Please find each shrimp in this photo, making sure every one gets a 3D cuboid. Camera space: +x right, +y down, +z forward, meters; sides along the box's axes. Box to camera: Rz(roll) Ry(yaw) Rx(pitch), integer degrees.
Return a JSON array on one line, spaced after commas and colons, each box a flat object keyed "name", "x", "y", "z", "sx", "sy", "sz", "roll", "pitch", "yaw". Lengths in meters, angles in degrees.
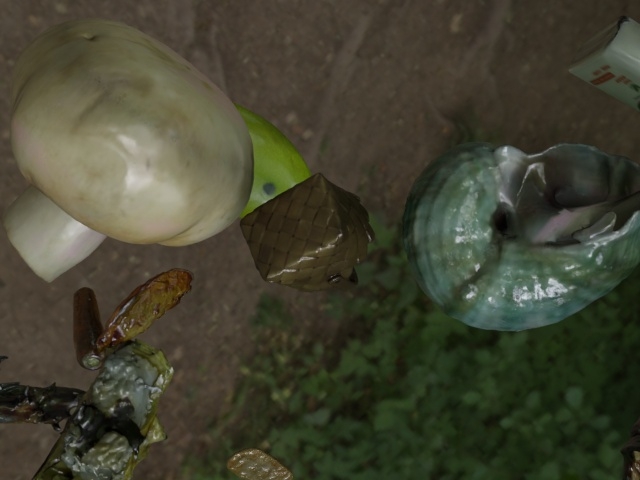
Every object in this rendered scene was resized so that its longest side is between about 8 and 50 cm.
[{"name": "shrimp", "x": -0.537, "y": 0.240, "z": 1.578, "sx": 0.178, "sy": 0.290, "sz": 0.075, "roll": 69, "pitch": 28, "yaw": -53}]

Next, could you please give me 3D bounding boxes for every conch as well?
[{"name": "conch", "x": 0.189, "y": -0.015, "z": 0.989, "sx": 0.195, "sy": 0.277, "sz": 0.220, "roll": 34, "pitch": 83, "yaw": -31}]

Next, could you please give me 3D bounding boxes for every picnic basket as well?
[{"name": "picnic basket", "x": 0.000, "y": 0.000, "z": 1.193, "sx": 0.138, "sy": 0.128, "sz": 0.178, "roll": -29, "pitch": 154, "yaw": 15}]

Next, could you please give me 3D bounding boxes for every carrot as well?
[{"name": "carrot", "x": -0.370, "y": 0.138, "z": 1.541, "sx": 0.055, "sy": 0.161, "sz": 0.055, "roll": -12, "pitch": 135, "yaw": -12}]

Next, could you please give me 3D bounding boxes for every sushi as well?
[{"name": "sushi", "x": -0.281, "y": 0.261, "z": 1.303, "sx": 0.131, "sy": 0.139, "sz": 0.291, "roll": -61, "pitch": -176, "yaw": 46}]

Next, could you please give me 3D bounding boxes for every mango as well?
[{"name": "mango", "x": -0.129, "y": -0.115, "z": 1.526, "sx": 0.175, "sy": 0.293, "sz": 0.143, "roll": -57, "pitch": -159, "yaw": -2}]

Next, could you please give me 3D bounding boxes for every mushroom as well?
[{"name": "mushroom", "x": -0.270, "y": -0.127, "z": 1.237, "sx": 0.353, "sy": 0.353, "sz": 0.325, "roll": -38, "pitch": 159, "yaw": -15}]

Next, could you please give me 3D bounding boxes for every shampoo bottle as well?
[{"name": "shampoo bottle", "x": 0.472, "y": -0.180, "z": 1.265, "sx": 0.071, "sy": 0.284, "sz": 0.153, "roll": -55, "pitch": -179, "yaw": -6}]

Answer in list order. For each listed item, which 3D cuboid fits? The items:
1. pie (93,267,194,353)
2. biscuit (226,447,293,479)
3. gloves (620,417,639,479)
[{"name": "pie", "x": -0.238, "y": 0.088, "z": 1.349, "sx": 0.191, "sy": 0.033, "sz": 0.088, "roll": -37, "pitch": 150, "yaw": -42}, {"name": "biscuit", "x": -0.100, "y": 0.381, "z": 1.602, "sx": 0.071, "sy": 0.018, "sz": 0.147, "roll": -29, "pitch": 135, "yaw": 13}, {"name": "gloves", "x": 0.457, "y": 0.196, "z": 1.175, "sx": 0.285, "sy": 0.142, "sz": 0.119, "roll": -39, "pitch": 158, "yaw": -17}]
